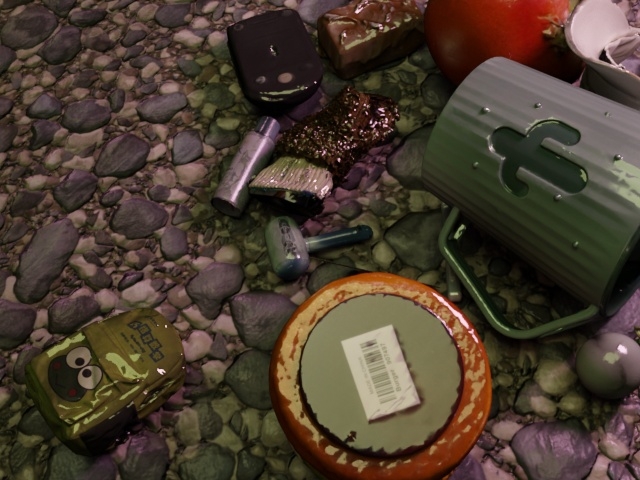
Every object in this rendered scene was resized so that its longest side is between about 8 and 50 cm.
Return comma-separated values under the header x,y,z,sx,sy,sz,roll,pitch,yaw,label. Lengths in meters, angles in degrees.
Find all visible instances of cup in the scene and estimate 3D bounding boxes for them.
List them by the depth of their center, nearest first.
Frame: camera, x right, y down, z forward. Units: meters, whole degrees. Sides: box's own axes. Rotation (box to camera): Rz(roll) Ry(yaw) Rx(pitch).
x,y,z,sx,sy,sz,roll,pitch,yaw,label
0.366,-0.066,1.506,0.392,0.310,0.401,33,70,25,cup

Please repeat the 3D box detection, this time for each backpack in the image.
x,y,z,sx,sy,sz,roll,pitch,yaw,label
-0.342,0.225,1.557,0.253,0.140,0.207,-32,57,-19,backpack

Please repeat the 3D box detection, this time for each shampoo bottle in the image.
x,y,z,sx,sy,sz,roll,pitch,yaw,label
-0.138,-0.145,1.800,0.072,0.072,0.214,15,61,19,shampoo bottle

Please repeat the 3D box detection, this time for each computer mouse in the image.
x,y,z,sx,sy,sz,roll,pitch,yaw,label
-0.086,-0.349,1.903,0.170,0.100,0.269,-14,51,-5,computer mouse

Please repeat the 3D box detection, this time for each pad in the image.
x,y,z,sx,sy,sz,roll,pitch,yaw,label
0.093,0.053,1.528,0.176,0.266,0.002,12,89,17,pad

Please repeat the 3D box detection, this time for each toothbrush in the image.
x,y,z,sx,sy,sz,roll,pitch,yaw,label
0.228,-0.041,1.689,0.025,0.030,0.342,-7,58,11,toothbrush

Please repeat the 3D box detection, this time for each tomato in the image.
x,y,z,sx,sy,sz,roll,pitch,yaw,label
0.344,-0.404,1.743,0.321,0.321,0.322,-5,57,7,tomato

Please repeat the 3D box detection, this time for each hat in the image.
x,y,z,sx,sy,sz,roll,pitch,yaw,label
0.491,-0.265,1.613,0.168,0.301,0.258,-37,49,30,hat

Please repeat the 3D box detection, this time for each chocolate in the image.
x,y,z,sx,sy,sz,roll,pitch,yaw,label
0.098,-0.432,1.930,0.214,0.093,0.148,-24,55,-6,chocolate

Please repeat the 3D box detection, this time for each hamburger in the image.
x,y,z,sx,sy,sz,roll,pitch,yaw,label
0.087,0.222,1.398,0.329,0.250,0.330,0,73,-1,hamburger

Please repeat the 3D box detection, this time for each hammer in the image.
x,y,z,sx,sy,sz,roll,pitch,yaw,label
0.000,0.000,1.689,0.193,0.070,0.116,-13,55,-8,hammer

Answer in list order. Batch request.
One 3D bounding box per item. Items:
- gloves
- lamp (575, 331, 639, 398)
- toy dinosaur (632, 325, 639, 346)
x,y,z,sx,sy,sz,roll,pitch,yaw,label
0.015,-0.176,1.734,0.312,0.135,0.210,-51,19,-27,gloves
0.447,0.192,1.455,0.105,0.105,0.105,-5,57,7,lamp
0.520,0.168,1.507,0.119,0.029,0.061,-1,74,12,toy dinosaur
